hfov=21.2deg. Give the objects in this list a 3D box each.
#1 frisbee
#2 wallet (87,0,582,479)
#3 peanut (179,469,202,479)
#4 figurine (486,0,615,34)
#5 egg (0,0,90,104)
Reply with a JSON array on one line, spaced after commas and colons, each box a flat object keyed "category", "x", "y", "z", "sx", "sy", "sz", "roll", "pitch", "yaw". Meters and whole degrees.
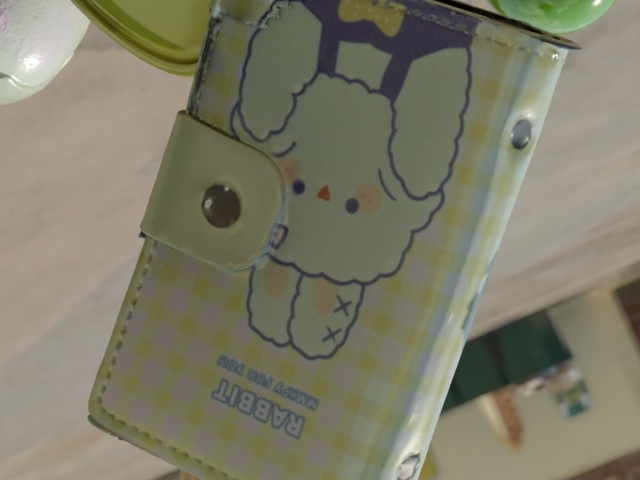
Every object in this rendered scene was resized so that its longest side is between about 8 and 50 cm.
[{"category": "frisbee", "x": -0.142, "y": -0.206, "z": 1.140, "sx": 0.017, "sy": 0.236, "sz": 0.236, "roll": -44, "pitch": -179, "yaw": -22}, {"category": "wallet", "x": 0.000, "y": 0.000, "z": 0.984, "sx": 0.223, "sy": 0.309, "sz": 0.077, "roll": 24, "pitch": -166, "yaw": 28}, {"category": "peanut", "x": -0.044, "y": 0.180, "z": 1.392, "sx": 0.104, "sy": 0.086, "sz": 0.228, "roll": -54, "pitch": 163, "yaw": 13}, {"category": "figurine", "x": 0.223, "y": -0.287, "z": 1.586, "sx": 0.143, "sy": 0.162, "sz": 0.263, "roll": -58, "pitch": 177, "yaw": -21}, {"category": "egg", "x": -0.374, "y": -0.288, "z": 1.833, "sx": 0.278, "sy": 0.336, "sz": 0.278, "roll": -24, "pitch": 145, "yaw": -18}]
